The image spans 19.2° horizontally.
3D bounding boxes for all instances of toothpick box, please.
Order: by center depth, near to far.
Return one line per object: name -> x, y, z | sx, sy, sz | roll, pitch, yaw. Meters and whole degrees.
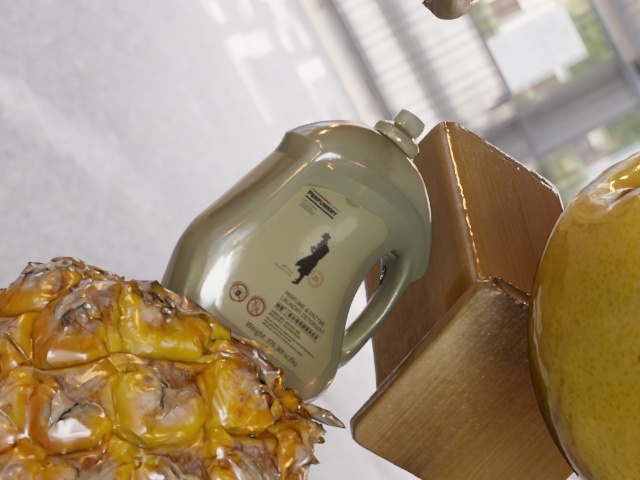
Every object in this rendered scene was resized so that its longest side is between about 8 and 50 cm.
toothpick box -> 0.137, 0.055, 1.653 | 0.187, 0.190, 0.308 | 29, 27, -22

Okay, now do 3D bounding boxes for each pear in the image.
pear -> 0.295, 0.078, 1.352 | 0.314, 0.314, 0.314 | 61, 7, -14

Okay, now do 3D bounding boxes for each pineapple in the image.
pineapple -> -0.161, 0.189, 1.334 | 0.352, 0.300, 0.352 | 26, -22, 11

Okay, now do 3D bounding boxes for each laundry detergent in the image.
laundry detergent -> 0.000, 0.000, 1.521 | 0.181, 0.253, 0.091 | 43, -10, -21

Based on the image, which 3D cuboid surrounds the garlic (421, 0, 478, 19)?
garlic -> 0.094, -0.213, 1.412 | 0.094, 0.074, 0.113 | 128, -32, -58
